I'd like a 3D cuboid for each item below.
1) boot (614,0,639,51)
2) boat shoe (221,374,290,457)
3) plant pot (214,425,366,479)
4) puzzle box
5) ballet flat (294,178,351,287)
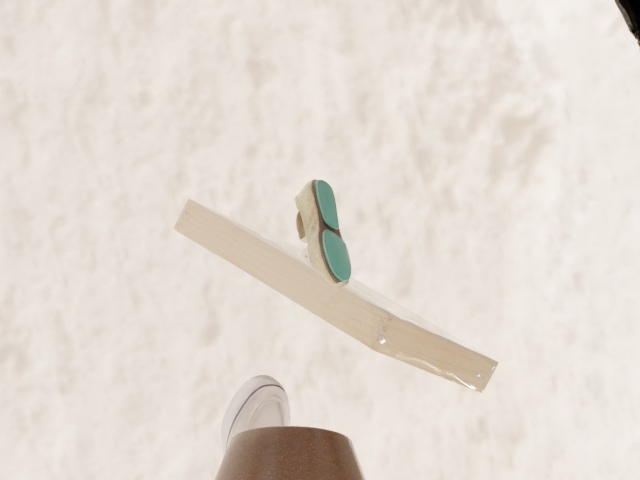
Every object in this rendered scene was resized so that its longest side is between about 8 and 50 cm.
[{"bbox_3d":[0.359,-0.253,1.612,0.161,0.083,0.246,24,37,-50],"label":"boot"},{"bbox_3d":[-0.074,0.297,1.859,0.095,0.084,0.258,-2,108,-29],"label":"boat shoe"},{"bbox_3d":[-0.028,0.282,1.284,0.215,0.215,0.230,30,54,-51],"label":"plant pot"},{"bbox_3d":[0.018,0.073,2.050,0.272,0.409,0.052,26,93,-49],"label":"puzzle box"},{"bbox_3d":[0.000,0.000,1.796,0.057,0.052,0.168,33,34,-36],"label":"ballet flat"}]
